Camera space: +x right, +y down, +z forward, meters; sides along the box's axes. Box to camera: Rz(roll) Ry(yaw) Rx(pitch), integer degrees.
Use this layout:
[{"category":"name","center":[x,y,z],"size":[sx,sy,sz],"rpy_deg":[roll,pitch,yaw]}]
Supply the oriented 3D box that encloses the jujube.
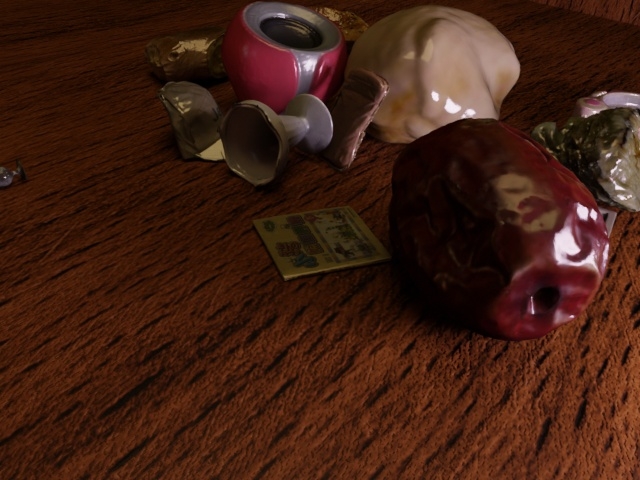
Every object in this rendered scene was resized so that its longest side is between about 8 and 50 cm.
[{"category":"jujube","center":[0.241,-0.031,0.887],"size":[0.277,0.276,0.376],"rpy_deg":[-6,38,-17]}]

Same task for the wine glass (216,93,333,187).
[{"category":"wine glass","center":[-0.080,-0.209,1.185],"size":[0.165,0.164,0.197],"rpy_deg":[29,35,29]}]

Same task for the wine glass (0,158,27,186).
[{"category":"wine glass","center":[-0.576,-0.116,1.068],"size":[0.083,0.042,0.039],"rpy_deg":[-27,17,-35]}]

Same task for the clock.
[{"category":"clock","center":[0.783,-0.285,1.467],"size":[0.284,0.114,0.309],"rpy_deg":[26,38,29]}]

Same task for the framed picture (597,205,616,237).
[{"category":"framed picture","center":[0.390,-0.054,1.144],"size":[0.315,0.024,0.232],"rpy_deg":[22,37,21]}]

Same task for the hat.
[{"category":"hat","center":[-0.214,-0.270,1.277],"size":[0.245,0.149,0.214],"rpy_deg":[-9,36,-4]}]

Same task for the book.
[{"category":"book","center":[0.000,0.000,1.016],"size":[0.193,0.013,0.168],"rpy_deg":[-10,38,-21]}]

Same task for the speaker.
[{"category":"speaker","center":[-0.077,-0.424,1.394],"size":[0.295,0.294,0.294],"rpy_deg":[4,35,-3]}]

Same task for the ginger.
[{"category":"ginger","center":[-0.342,-0.497,1.586],"size":[0.222,0.130,0.275],"rpy_deg":[8,28,18]}]

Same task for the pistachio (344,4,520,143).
[{"category":"pistachio","center":[0.258,-0.372,1.364],"size":[0.446,0.281,0.365],"rpy_deg":[-30,78,-26]}]

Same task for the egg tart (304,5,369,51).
[{"category":"egg tart","center":[0.015,-0.654,1.880],"size":[0.291,0.115,0.290],"rpy_deg":[6,35,-4]}]

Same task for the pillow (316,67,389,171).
[{"category":"pillow","center":[0.060,-0.254,1.240],"size":[0.034,0.211,0.135],"rpy_deg":[16,21,-41]}]

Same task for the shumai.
[{"category":"shumai","center":[0.543,-0.156,1.221],"size":[0.218,0.189,0.256],"rpy_deg":[1,29,33]}]
